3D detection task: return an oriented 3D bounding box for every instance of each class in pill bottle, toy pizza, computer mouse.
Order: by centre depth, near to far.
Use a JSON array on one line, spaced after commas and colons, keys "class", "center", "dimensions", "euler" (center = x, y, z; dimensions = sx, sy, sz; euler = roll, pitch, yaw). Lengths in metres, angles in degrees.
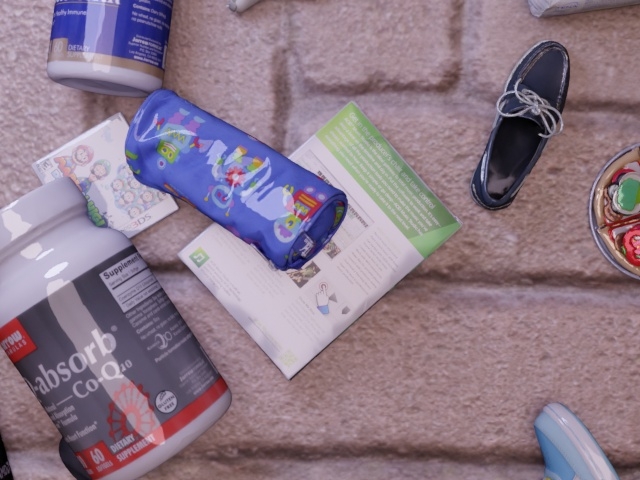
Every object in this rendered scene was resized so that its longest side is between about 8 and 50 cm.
[{"class": "pill bottle", "center": [-0.292, 0.115, 1.417], "dimensions": [0.210, 0.210, 0.363], "euler": [-34, 93, -3]}, {"class": "pill bottle", "center": [-0.269, -0.331, 1.458], "dimensions": [0.153, 0.153, 0.264], "euler": [7, 88, -3]}, {"class": "computer mouse", "center": [-0.252, 0.337, 1.507], "dimensions": [0.242, 0.041, 0.071], "euler": [34, 87, -3]}, {"class": "toy pizza", "center": [0.477, -0.041, 1.552], "dimensions": [0.201, 0.032, 0.201], "euler": [0, 89, -3]}]

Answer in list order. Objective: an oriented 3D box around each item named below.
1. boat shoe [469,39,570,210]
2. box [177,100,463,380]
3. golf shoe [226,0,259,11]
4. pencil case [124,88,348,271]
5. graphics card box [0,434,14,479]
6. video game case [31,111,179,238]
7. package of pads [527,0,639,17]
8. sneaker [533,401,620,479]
[{"class": "boat shoe", "center": [0.278, -0.161, 1.520], "dimensions": [0.095, 0.079, 0.254], "euler": [29, 88, -2]}, {"class": "box", "center": [0.000, 0.000, 1.517], "dimensions": [0.322, 0.058, 0.232], "euler": [-41, 91, -1]}, {"class": "golf shoe", "center": [-0.044, -0.356, 1.515], "dimensions": [0.176, 0.069, 0.086], "euler": [-39, 97, -2]}, {"class": "pencil case", "center": [-0.115, -0.073, 1.430], "dimensions": [0.306, 0.119, 0.133], "euler": [32, 85, 16]}, {"class": "graphics card box", "center": [-0.572, 0.188, 1.467], "dimensions": [0.233, 0.094, 0.370], "euler": [-17, 89, -3]}, {"class": "video game case", "center": [-0.294, -0.074, 1.519], "dimensions": [0.143, 0.019, 0.157], "euler": [-31, 92, -3]}, {"class": "package of pads", "center": [0.380, -0.465, 1.518], "dimensions": [0.229, 0.101, 0.296], "euler": [-9, 89, -3]}, {"class": "sneaker", "center": [0.314, 0.395, 1.494], "dimensions": [0.208, 0.127, 0.319], "euler": [-24, 90, -4]}]
